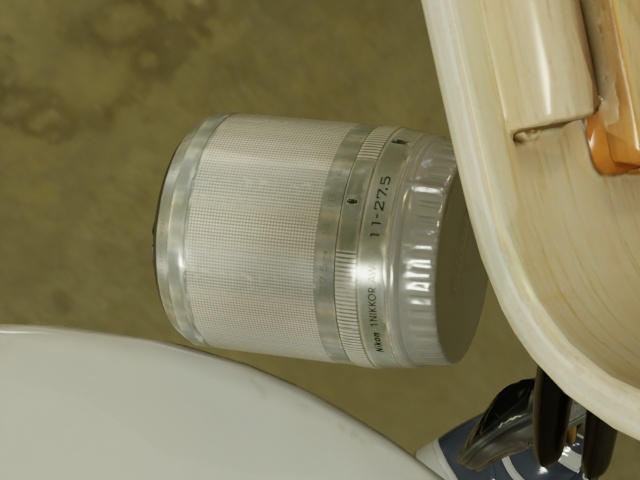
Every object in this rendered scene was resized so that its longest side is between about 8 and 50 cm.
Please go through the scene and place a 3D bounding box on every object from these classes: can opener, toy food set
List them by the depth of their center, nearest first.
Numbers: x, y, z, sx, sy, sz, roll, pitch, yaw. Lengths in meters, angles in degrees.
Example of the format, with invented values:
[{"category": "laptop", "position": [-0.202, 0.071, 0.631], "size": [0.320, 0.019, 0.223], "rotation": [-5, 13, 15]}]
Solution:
[{"category": "toy food set", "position": [0.115, -0.124, 0.359], "size": [0.092, 0.220, 0.306], "rotation": [-12, 89, 50]}, {"category": "can opener", "position": [0.131, 0.028, 0.899], "size": [0.059, 0.073, 0.186], "rotation": [10, 106, 35]}]

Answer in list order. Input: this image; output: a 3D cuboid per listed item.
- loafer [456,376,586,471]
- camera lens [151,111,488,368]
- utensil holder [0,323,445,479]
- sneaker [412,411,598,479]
[{"category": "loafer", "position": [0.163, 0.133, 1.385], "size": [0.061, 0.170, 0.062], "rotation": [39, 47, -6]}, {"category": "camera lens", "position": [0.000, 0.000, 1.707], "size": [0.274, 0.219, 0.219], "rotation": [6, 76, 19]}, {"category": "utensil holder", "position": [-0.130, 0.214, 0.518], "size": [0.328, 0.385, 0.327], "rotation": [9, 68, -23]}, {"category": "sneaker", "position": [0.221, 0.257, 1.636], "size": [0.153, 0.099, 0.282], "rotation": [-37, 96, 10]}]
